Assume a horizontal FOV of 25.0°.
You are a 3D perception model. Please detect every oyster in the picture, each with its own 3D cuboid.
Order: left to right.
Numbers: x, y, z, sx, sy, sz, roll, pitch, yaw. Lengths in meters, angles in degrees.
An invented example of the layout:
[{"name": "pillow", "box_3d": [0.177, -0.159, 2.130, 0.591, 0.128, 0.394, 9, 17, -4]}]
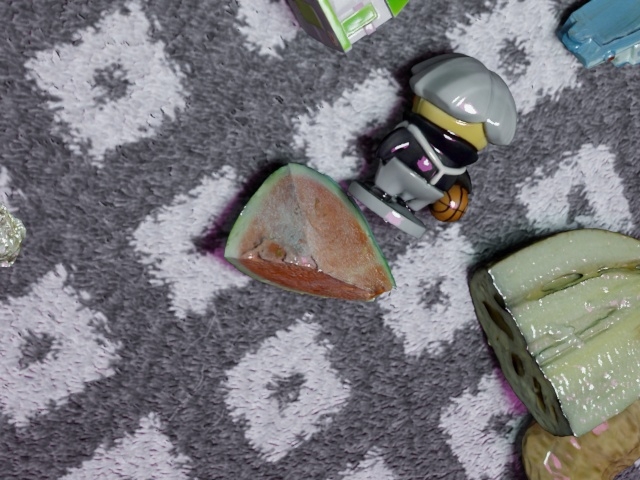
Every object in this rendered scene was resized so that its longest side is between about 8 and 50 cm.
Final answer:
[{"name": "oyster", "box_3d": [-0.401, -0.015, 1.734, 0.100, 0.037, 0.098, 10, 106, -26]}]

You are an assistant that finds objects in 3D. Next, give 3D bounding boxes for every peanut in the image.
[{"name": "peanut", "box_3d": [0.397, 0.301, 2.150, 0.233, 0.110, 0.197, -47, 122, 0]}]

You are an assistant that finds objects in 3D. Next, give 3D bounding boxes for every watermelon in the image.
[{"name": "watermelon", "box_3d": [-0.010, -0.013, 1.878, 0.231, 0.128, 0.146, 23, 68, -41]}]

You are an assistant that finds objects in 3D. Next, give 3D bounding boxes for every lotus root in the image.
[{"name": "lotus root", "box_3d": [0.375, 0.102, 2.048, 0.260, 0.149, 0.267, -29, 91, -18]}]

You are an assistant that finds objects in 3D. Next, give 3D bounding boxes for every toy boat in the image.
[{"name": "toy boat", "box_3d": [0.420, -0.295, 1.964, 0.215, 0.088, 0.102, -32, 152, -10]}]

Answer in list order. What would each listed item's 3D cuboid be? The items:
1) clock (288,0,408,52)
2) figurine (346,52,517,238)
[{"name": "clock", "box_3d": [0.079, -0.411, 1.716, 0.309, 0.166, 0.235, -35, 119, -9]}, {"name": "figurine", "box_3d": [0.157, -0.124, 1.879, 0.176, 0.133, 0.236, 27, 99, -38]}]
